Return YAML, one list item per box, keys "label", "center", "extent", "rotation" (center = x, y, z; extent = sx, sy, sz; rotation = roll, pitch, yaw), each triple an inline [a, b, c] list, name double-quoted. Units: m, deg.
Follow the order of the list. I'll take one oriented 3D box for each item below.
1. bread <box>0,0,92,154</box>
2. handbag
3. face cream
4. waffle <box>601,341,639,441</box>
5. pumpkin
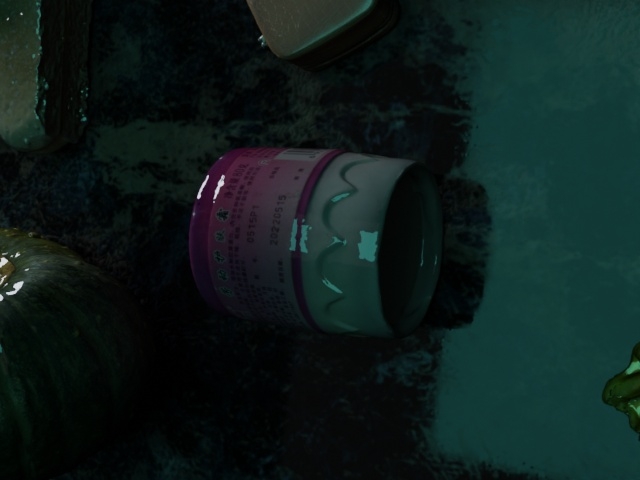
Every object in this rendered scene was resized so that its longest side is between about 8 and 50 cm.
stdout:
- label: "bread"
  center: [-0.374, -0.277, 1.060]
  extent: [0.183, 0.102, 0.337]
  rotation: [5, 92, 31]
- label: "handbag"
  center: [-0.016, -0.279, 0.891]
  extent: [0.151, 0.072, 0.193]
  rotation: [-33, 76, 22]
- label: "face cream"
  center: [0.000, 0.000, 0.811]
  extent: [0.195, 0.175, 0.175]
  rotation: [6, 90, 29]
- label: "waffle"
  center: [0.367, 0.172, 0.685]
  extent: [0.291, 0.051, 0.291]
  rotation: [-3, 84, 26]
- label: "pumpkin"
  center: [-0.350, 0.116, 0.927]
  extent: [0.328, 0.291, 0.257]
  rotation: [35, 134, 39]
